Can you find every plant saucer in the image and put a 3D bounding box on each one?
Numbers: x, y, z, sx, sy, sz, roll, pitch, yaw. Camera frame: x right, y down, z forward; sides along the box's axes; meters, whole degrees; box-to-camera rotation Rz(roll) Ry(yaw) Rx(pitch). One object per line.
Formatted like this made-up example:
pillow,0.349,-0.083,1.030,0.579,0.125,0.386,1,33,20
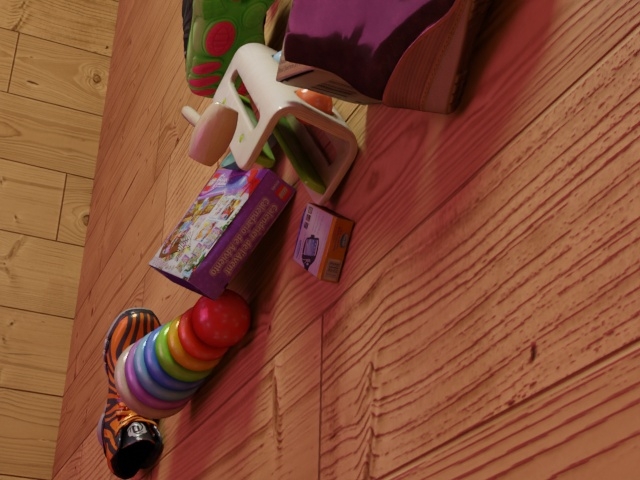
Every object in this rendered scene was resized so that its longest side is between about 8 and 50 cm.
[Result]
plant saucer,-0.102,-0.143,1.647,0.119,0.021,0.119,-35,16,11

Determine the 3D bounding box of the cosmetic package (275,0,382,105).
cosmetic package,0.053,-0.322,1.257,0.153,0.129,0.296,-178,100,-71

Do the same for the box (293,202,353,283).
box,0.000,0.000,1.355,0.136,0.028,0.081,-145,69,-71

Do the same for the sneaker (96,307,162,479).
sneaker,-0.335,0.295,1.963,0.180,0.125,0.321,-134,48,-62

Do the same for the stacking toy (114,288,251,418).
stacking toy,-0.208,0.165,1.678,0.330,0.141,0.141,-43,39,48

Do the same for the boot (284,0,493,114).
boot,0.072,-0.263,1.076,0.090,0.207,0.248,-29,-41,-58

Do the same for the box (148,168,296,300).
box,-0.159,-0.016,1.636,0.201,0.057,0.293,-55,18,-8

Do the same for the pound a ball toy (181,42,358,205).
pound a ball toy,-0.074,-0.178,1.393,0.135,0.208,0.319,-59,24,16

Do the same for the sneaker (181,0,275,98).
sneaker,-0.141,-0.430,1.680,0.483,0.185,0.202,122,138,-51
